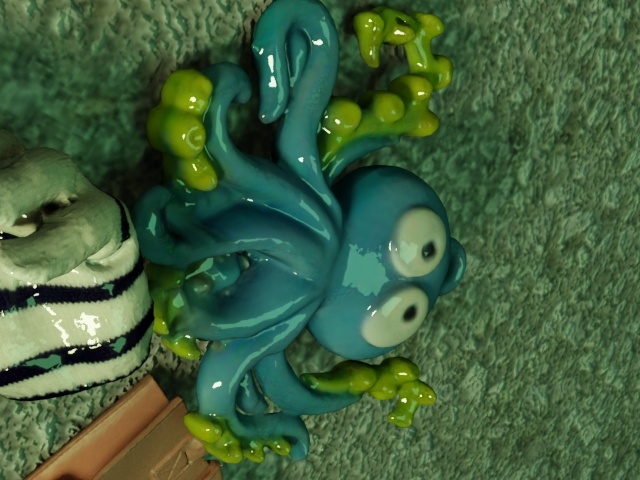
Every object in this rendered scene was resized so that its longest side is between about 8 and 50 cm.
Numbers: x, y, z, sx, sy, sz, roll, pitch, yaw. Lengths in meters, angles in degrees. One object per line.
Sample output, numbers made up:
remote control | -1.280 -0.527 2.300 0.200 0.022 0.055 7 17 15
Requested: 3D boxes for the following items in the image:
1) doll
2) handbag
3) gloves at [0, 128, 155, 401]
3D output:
doll | 0.000 0.000 1.200 0.341 0.099 0.346 4 101 -50
handbag | -0.133 0.215 1.261 0.157 0.059 0.212 -42 141 -22
gloves | -0.182 -0.008 0.984 0.131 0.140 0.218 -51 135 -44
